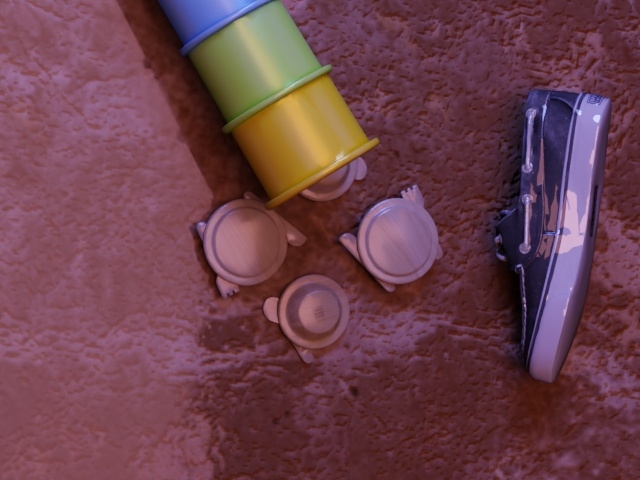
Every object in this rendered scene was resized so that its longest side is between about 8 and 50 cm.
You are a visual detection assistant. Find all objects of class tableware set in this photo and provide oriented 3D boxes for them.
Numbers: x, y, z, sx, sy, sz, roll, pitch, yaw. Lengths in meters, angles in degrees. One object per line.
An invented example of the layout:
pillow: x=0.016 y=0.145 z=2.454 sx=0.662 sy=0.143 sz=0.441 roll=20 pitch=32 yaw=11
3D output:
tableware set: x=0.000 y=0.000 z=1.467 sx=0.169 sy=0.020 sz=0.141 roll=-41 pitch=101 yaw=-13

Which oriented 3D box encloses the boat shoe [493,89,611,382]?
boat shoe: x=0.169 y=-0.004 z=1.502 sx=0.070 sy=0.078 sz=0.219 roll=9 pitch=90 yaw=16

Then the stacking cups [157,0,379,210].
stacking cups: x=-0.080 y=-0.177 z=1.408 sx=0.096 sy=0.096 sz=0.316 roll=-32 pitch=89 yaw=-16
